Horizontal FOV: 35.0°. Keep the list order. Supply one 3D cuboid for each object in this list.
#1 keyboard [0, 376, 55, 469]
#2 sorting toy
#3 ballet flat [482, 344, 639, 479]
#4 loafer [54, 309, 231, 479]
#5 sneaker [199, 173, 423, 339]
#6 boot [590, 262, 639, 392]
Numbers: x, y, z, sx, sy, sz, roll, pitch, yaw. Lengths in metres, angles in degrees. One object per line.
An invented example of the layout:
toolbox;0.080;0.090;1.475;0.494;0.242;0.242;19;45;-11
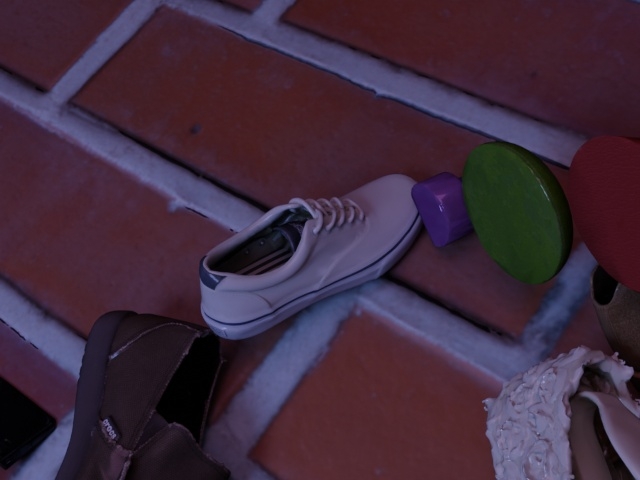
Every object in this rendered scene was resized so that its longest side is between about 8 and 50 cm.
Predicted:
keyboard;-0.365;0.182;1.052;0.192;0.038;0.100;26;47;34
sorting toy;0.216;-0.042;0.849;0.126;0.127;0.365;-24;11;-21
ballet flat;0.212;0.247;0.692;0.147;0.147;0.409;-19;52;8
loafer;-0.149;0.210;0.875;0.130;0.134;0.366;-11;55;14
sneaker;0.000;0.000;0.962;0.258;0.091;0.094;-33;55;-23
boot;0.349;-0.012;0.830;0.305;0.115;0.112;-40;17;-10
